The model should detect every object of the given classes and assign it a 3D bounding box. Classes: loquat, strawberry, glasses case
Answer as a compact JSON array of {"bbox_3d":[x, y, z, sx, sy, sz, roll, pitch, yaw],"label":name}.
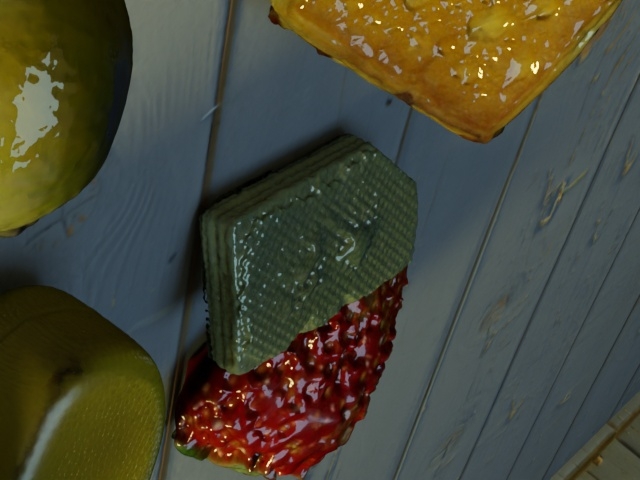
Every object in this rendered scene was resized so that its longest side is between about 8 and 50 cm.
[{"bbox_3d":[-0.160,-0.091,0.760,0.152,0.152,0.195,-27,129,-47],"label":"loquat"},{"bbox_3d":[0.003,0.102,1.483,0.306,0.137,0.233,-50,159,4],"label":"strawberry"},{"bbox_3d":[-0.233,0.206,1.107,0.173,0.141,0.371,1,116,-58],"label":"glasses case"}]

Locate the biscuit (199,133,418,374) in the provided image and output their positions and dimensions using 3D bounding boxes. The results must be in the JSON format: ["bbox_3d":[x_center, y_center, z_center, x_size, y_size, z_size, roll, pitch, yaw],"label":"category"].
[{"bbox_3d":[0.000,0.000,1.337,0.252,0.052,0.150,-30,130,-44],"label":"biscuit"}]

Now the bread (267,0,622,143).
[{"bbox_3d":[0.101,-0.198,1.072,0.210,0.099,0.235,28,119,-25],"label":"bread"}]
